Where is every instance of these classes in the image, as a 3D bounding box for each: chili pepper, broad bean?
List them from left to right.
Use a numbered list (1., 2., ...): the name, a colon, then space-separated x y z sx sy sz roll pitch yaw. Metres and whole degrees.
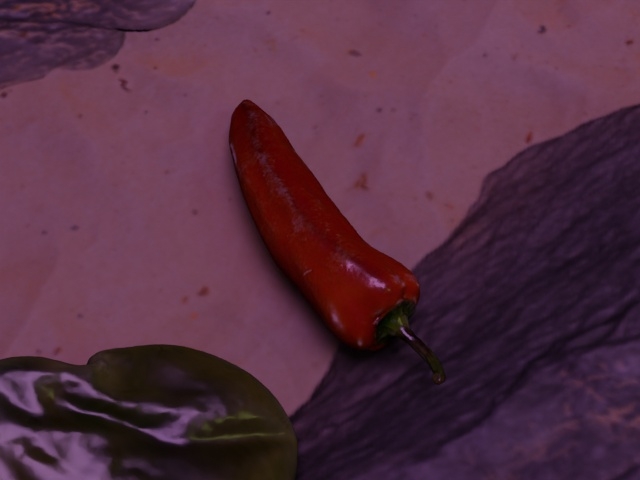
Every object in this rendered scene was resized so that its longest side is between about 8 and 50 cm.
1. broad bean: -0.118 0.128 0.959 0.206 0.072 0.153 8 62 1
2. chili pepper: 0.000 0.000 1.059 0.063 0.071 0.272 -47 57 14
